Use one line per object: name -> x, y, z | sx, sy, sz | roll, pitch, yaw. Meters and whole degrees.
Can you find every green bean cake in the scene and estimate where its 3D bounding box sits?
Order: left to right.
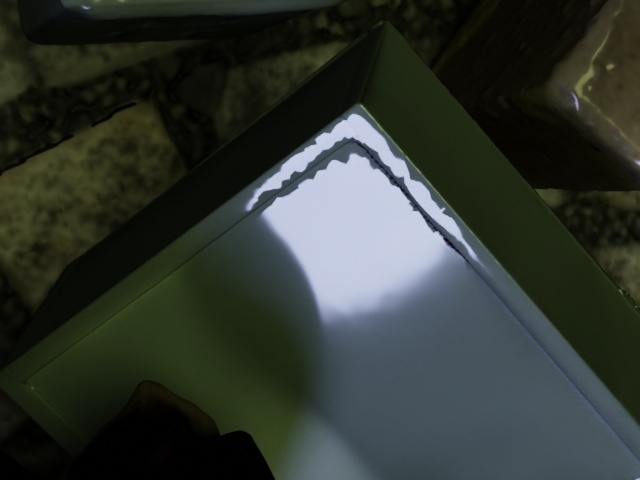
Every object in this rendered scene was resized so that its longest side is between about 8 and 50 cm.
green bean cake -> 0.133, -0.089, 0.710 | 0.085, 0.179, 0.109 | 37, 79, -18

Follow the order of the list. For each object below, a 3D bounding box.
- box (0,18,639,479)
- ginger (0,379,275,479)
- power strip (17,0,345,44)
box -> 0.014, 0.056, 0.647 | 0.225, 0.117, 0.225 | -35, 107, 25
ginger -> -0.236, 0.187, 0.534 | 0.413, 0.211, 0.358 | -53, 153, 5
power strip -> -0.075, -0.213, 0.647 | 0.139, 0.140, 0.224 | -5, 94, -20
